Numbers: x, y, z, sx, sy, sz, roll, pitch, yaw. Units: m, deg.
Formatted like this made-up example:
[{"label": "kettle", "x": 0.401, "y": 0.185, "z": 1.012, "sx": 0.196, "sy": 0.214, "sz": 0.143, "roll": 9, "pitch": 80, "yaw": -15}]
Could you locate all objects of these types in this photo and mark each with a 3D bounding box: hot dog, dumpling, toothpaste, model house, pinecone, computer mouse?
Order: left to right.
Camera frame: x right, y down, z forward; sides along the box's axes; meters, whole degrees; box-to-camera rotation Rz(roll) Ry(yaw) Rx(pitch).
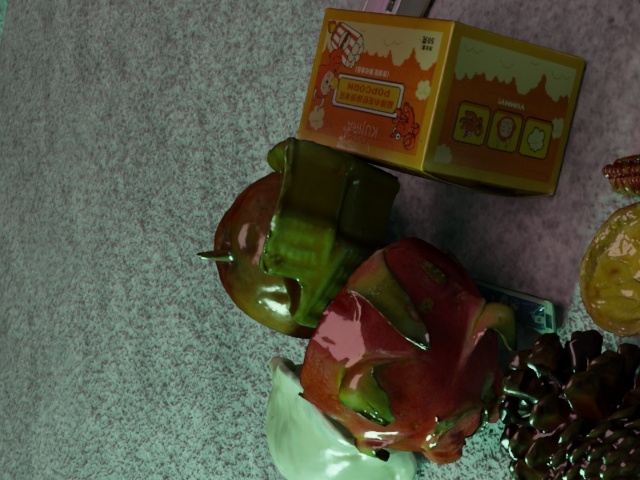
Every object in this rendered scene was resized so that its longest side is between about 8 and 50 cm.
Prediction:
[{"label": "model house", "x": -0.010, "y": -0.002, "z": 1.664, "sx": 0.173, "sy": 0.268, "sz": 0.239, "roll": 6, "pitch": 83, "yaw": 39}, {"label": "dumpling", "x": -0.009, "y": 0.280, "z": 1.869, "sx": 0.318, "sy": 0.243, "sz": 0.187, "roll": 32, "pitch": 79, "yaw": 38}, {"label": "computer mouse", "x": 0.128, "y": -0.410, "z": 1.960, "sx": 0.126, "sy": 0.056, "sz": 0.245, "roll": 44, "pitch": 117, "yaw": 46}, {"label": "toothpaste", "x": 0.259, "y": 0.087, "z": 1.716, "sx": 0.197, "sy": 0.034, "sz": 0.057, "roll": 20, "pitch": 124, "yaw": 52}, {"label": "pinecone", "x": 0.319, "y": 0.216, "z": 1.457, "sx": 0.246, "sy": 0.246, "sz": 0.292, "roll": -67, "pitch": 25, "yaw": 18}, {"label": "hot dog", "x": 0.417, "y": -0.085, "z": 1.540, "sx": 0.144, "sy": 0.038, "sz": 0.062, "roll": 1, "pitch": 84, "yaw": 53}]

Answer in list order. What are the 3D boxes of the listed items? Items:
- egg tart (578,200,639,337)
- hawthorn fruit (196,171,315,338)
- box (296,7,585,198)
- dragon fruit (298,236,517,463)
[{"label": "egg tart", "x": 0.403, "y": 0.036, "z": 1.495, "sx": 0.191, "sy": 0.074, "sz": 0.191, "roll": -27, "pitch": 53, "yaw": 42}, {"label": "hawthorn fruit", "x": -0.051, "y": 0.018, "z": 1.916, "sx": 0.277, "sy": 0.298, "sz": 0.277, "roll": -179, "pitch": 90, "yaw": -65}, {"label": "box", "x": 0.163, "y": -0.190, "z": 1.708, "sx": 0.283, "sy": 0.259, "sz": 0.214, "roll": 18, "pitch": 100, "yaw": 52}, {"label": "dragon fruit", "x": 0.140, "y": 0.166, "z": 1.655, "sx": 0.225, "sy": 0.305, "sz": 0.305, "roll": 40, "pitch": 116, "yaw": 25}]
